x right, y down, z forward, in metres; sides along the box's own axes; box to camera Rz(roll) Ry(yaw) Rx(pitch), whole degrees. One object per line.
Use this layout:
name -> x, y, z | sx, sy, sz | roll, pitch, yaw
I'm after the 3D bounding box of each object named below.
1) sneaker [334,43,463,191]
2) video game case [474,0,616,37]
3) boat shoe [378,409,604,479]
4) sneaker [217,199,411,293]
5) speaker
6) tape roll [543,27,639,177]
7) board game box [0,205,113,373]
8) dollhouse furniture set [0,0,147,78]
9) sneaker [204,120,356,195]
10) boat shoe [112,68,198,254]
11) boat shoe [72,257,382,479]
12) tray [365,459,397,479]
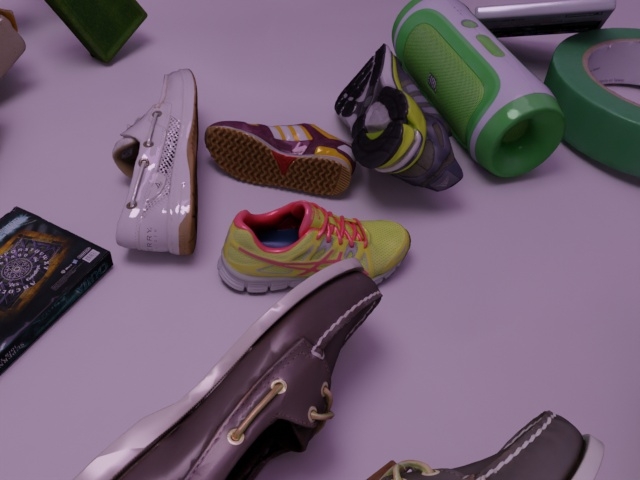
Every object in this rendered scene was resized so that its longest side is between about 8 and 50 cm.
sneaker -> 0.099, -0.154, 0.807 | 0.121, 0.111, 0.300 | 32, 29, -25
video game case -> 0.340, -0.342, 0.964 | 0.190, 0.022, 0.173 | 1, 8, 17
boat shoe -> 0.049, 0.186, 0.367 | 0.305, 0.109, 0.091 | -30, 62, -26
sneaker -> 0.000, 0.000, 0.643 | 0.209, 0.094, 0.081 | -7, 47, -16
speaker -> 0.205, -0.222, 0.857 | 0.131, 0.131, 0.296 | -11, 49, -17
tape roll -> 0.488, -0.204, 0.897 | 0.321, 0.077, 0.321 | 2, 42, -1
board game box -> -0.312, 0.051, 0.598 | 0.126, 0.026, 0.186 | 24, 49, 15
dollhouse furniture set -> -0.432, -0.282, 0.867 | 0.198, 0.151, 0.301 | 31, 79, 28
sneaker -> -0.047, -0.112, 0.767 | 0.186, 0.069, 0.084 | 17, 39, 0
boat shoe -> -0.188, -0.104, 0.711 | 0.096, 0.098, 0.277 | 0, 48, -9
boat shoe -> -0.050, 0.138, 0.498 | 0.097, 0.116, 0.324 | 38, 57, 20
tray -> -0.048, 0.327, 0.345 | 0.411, 0.076, 0.203 | -26, 56, -29
